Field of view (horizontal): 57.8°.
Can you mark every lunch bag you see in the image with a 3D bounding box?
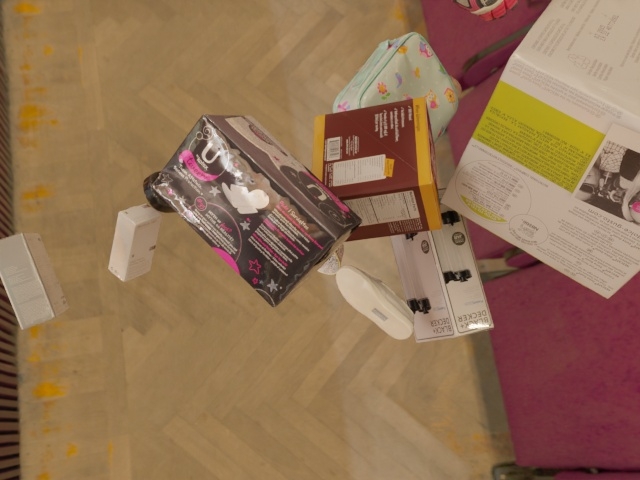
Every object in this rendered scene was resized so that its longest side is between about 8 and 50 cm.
[{"bbox_3d":[0.162,-0.291,1.225,0.224,0.108,0.279,47,61,-22],"label":"lunch bag"}]

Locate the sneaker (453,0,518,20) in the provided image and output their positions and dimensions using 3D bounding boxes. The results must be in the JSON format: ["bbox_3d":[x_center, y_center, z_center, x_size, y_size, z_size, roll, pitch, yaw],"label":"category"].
[{"bbox_3d":[0.245,-0.481,0.833,0.112,0.121,0.299,6,87,-33],"label":"sneaker"}]

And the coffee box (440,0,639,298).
[{"bbox_3d":[0.461,-0.179,0.984,0.338,0.334,0.337,31,55,13],"label":"coffee box"}]

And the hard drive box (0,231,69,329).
[{"bbox_3d":[-0.761,0.099,1.525,0.089,0.181,0.232,-20,95,-13],"label":"hard drive box"}]

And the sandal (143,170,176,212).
[{"bbox_3d":[-0.417,-0.151,1.933,0.446,0.107,0.167,2,66,-55],"label":"sandal"}]

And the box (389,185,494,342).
[{"bbox_3d":[0.232,0.053,1.172,0.087,0.169,0.289,-10,81,-21],"label":"box"}]

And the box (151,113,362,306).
[{"bbox_3d":[-0.084,-0.054,0.848,0.247,0.163,0.142,45,110,4],"label":"box"}]

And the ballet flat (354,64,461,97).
[{"bbox_3d":[0.252,-0.429,1.587,0.316,0.106,0.107,2,89,-11],"label":"ballet flat"}]

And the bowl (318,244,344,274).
[{"bbox_3d":[0.000,0.000,1.461,0.170,0.170,0.080,39,63,2],"label":"bowl"}]

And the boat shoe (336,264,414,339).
[{"bbox_3d":[0.107,0.104,1.079,0.184,0.066,0.063,38,37,-6],"label":"boat shoe"}]

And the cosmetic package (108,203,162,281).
[{"bbox_3d":[-0.595,0.007,1.863,0.085,0.231,0.117,34,33,18],"label":"cosmetic package"}]

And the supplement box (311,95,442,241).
[{"bbox_3d":[0.096,-0.118,0.986,0.194,0.129,0.191,-7,56,15],"label":"supplement box"}]
